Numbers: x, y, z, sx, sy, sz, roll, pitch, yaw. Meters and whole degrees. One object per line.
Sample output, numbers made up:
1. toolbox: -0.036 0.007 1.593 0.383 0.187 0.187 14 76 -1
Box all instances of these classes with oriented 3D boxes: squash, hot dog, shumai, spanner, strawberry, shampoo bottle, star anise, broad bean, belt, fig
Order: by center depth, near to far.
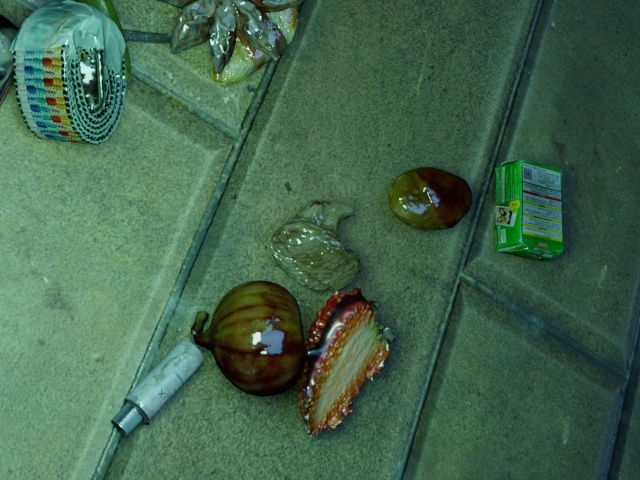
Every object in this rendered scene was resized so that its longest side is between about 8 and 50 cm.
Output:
1. belt: -0.453 -0.308 1.621 0.207 0.149 0.258 -38 132 -66
2. shampoo bottle: -0.315 0.286 1.708 0.072 0.072 0.214 52 60 -15
3. squash: -0.428 -0.427 1.735 0.066 0.066 0.252 -22 92 -33
4. fig: -0.126 0.200 1.754 0.214 0.235 0.235 -25 96 -20
5. spanner: -0.384 -0.418 1.812 0.254 0.015 0.054 -2 81 -33
6. star anise: -0.190 -0.503 1.812 0.331 0.117 0.332 -1 77 4
7. strawberry: 0.014 0.250 1.883 0.306 0.137 0.233 -49 134 -23
8. hot dog: -0.147 -0.436 1.922 0.261 0.093 0.123 -38 99 -14
9. shumai: 0.000 0.000 1.926 0.206 0.166 0.176 40 41 -22
10. broad bean: 0.264 -0.100 2.114 0.228 0.122 0.156 2 83 -36

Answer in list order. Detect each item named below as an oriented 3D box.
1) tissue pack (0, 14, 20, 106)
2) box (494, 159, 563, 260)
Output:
1. tissue pack: -0.676 -0.280 1.537 0.245 0.123 0.333 31 67 -22
2. box: 0.546 -0.081 2.305 0.180 0.103 0.250 11 75 -31
